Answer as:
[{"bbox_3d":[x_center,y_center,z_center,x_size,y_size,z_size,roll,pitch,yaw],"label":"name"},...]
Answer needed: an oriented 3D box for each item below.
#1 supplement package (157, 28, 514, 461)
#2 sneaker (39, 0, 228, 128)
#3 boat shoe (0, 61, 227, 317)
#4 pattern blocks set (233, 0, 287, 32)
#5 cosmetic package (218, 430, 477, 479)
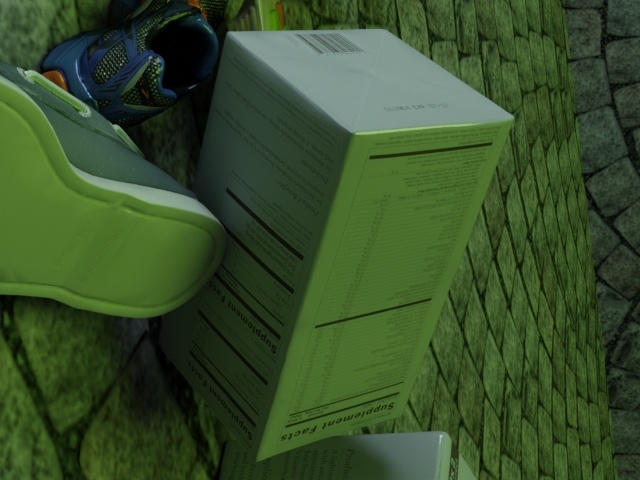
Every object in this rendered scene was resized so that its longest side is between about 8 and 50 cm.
[{"bbox_3d":[0.000,0.000,0.733,0.139,0.134,0.244,-9,128,-38],"label":"supplement package"},{"bbox_3d":[-0.103,-0.134,0.761,0.221,0.087,0.083,-67,145,-50],"label":"sneaker"},{"bbox_3d":[-0.176,-0.039,0.594,0.099,0.116,0.319,47,11,32],"label":"boat shoe"},{"bbox_3d":[-0.039,-0.118,0.893,0.285,0.026,0.325,-86,170,-57],"label":"pattern blocks set"},{"bbox_3d":[0.024,0.247,0.848,0.151,0.183,0.151,58,35,-47],"label":"cosmetic package"}]
